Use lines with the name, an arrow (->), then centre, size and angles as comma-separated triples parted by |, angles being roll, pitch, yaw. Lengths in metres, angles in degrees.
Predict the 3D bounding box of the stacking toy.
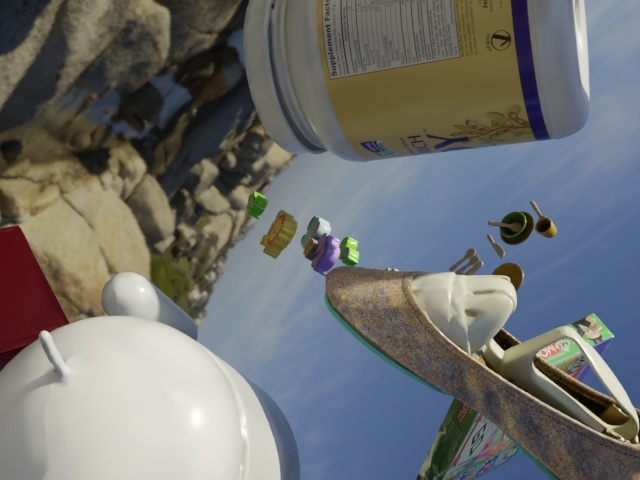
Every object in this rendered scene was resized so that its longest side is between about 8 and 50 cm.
stacking toy -> 0.000, 0.000, 0.864 | 0.052, 0.166, 0.221 | -59, -161, 9

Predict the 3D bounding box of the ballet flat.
ballet flat -> 0.152, 0.094, 0.586 | 0.106, 0.316, 0.107 | -55, 180, 28

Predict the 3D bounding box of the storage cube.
storage cube -> -0.434, 0.125, 0.857 | 0.193, 0.215, 0.184 | -17, 147, -37

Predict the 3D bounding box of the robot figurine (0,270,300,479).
robot figurine -> -0.135, 0.179, 0.557 | 0.199, 0.300, 0.353 | -14, 156, 7

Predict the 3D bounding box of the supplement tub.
supplement tub -> 0.109, -0.213, 0.766 | 0.331, 0.241, 0.241 | -4, -153, 25

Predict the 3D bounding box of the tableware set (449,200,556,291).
tableware set -> 0.229, 0.021, 0.890 | 0.154, 0.024, 0.104 | -41, -140, 20

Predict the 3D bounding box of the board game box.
board game box -> 0.264, 0.246, 1.000 | 0.213, 0.046, 0.317 | -17, 142, -22
